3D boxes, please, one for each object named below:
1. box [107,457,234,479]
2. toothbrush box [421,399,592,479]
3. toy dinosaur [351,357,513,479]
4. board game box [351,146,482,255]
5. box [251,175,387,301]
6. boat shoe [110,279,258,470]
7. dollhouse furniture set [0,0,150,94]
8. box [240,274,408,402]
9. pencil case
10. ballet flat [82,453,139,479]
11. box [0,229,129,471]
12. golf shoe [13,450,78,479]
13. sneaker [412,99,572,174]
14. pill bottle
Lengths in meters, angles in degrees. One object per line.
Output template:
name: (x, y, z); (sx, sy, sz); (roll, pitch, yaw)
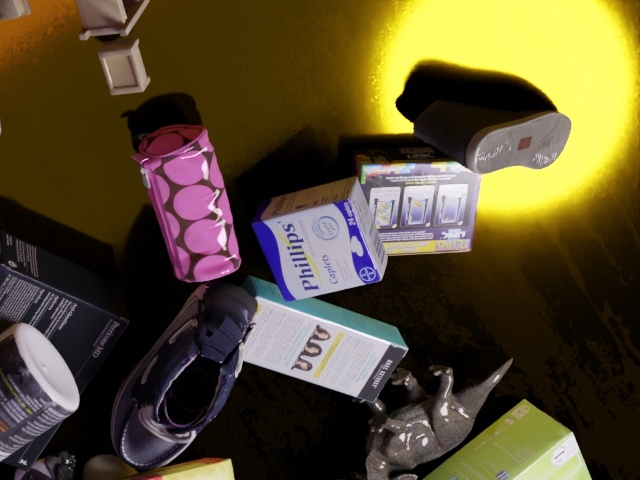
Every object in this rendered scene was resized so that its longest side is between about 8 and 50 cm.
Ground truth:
box: (-0.237, 0.348, 1.868); (0.232, 0.087, 0.058); (-7, 88, -32)
toothbrush box: (0.263, 0.410, 2.029); (0.283, 0.122, 0.206); (-34, 123, -14)
toy dinosaur: (0.144, 0.266, 1.973); (0.313, 0.121, 0.160); (-37, 125, -16)
board game box: (0.123, -0.052, 1.810); (0.170, 0.048, 0.141); (-2, 121, -14)
box: (0.000, 0.000, 1.757); (0.137, 0.072, 0.126); (-14, 115, 18)
boat shoe: (-0.198, 0.214, 1.770); (0.127, 0.158, 0.340); (26, 123, -6)
dollhouse furniture set: (-0.286, -0.267, 1.567); (0.161, 0.101, 0.181); (-3, 124, 15)
box: (-0.011, 0.136, 1.871); (0.244, 0.060, 0.100); (21, 112, -25)
pencil case: (-0.167, -0.042, 1.710); (0.098, 0.095, 0.209); (-39, 128, -34)
ballet flat: (-0.266, 0.411, 1.945); (0.086, 0.086, 0.248); (-23, 122, -2)
box: (-0.391, 0.144, 1.745); (0.184, 0.103, 0.261); (28, 108, -24)
golf shoe: (-0.377, 0.388, 1.909); (0.094, 0.077, 0.198); (-8, 110, -8)
sneaker: (0.228, -0.148, 1.775); (0.222, 0.118, 0.083); (-9, 122, -46)
pill bottle: (-0.424, 0.215, 1.641); (0.246, 0.130, 0.130); (-33, 122, 5)
